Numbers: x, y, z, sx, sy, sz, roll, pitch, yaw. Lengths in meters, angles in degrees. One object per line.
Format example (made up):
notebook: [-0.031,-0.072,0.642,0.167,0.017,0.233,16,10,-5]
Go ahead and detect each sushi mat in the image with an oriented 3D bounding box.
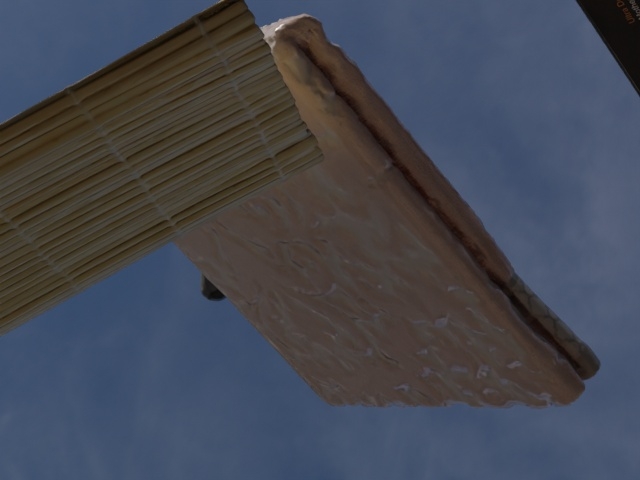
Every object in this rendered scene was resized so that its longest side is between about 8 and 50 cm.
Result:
sushi mat: [-0.153,-0.003,0.604,0.316,0.151,0.019,-29,-117,2]

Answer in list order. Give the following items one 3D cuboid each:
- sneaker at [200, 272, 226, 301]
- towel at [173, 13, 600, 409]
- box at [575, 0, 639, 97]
sneaker: [-0.122,-0.051,1.223,0.098,0.083,0.224,7,-79,-13]
towel: [0.000,0.000,0.863,0.317,0.053,0.332,48,-27,-17]
box: [0.262,-0.261,0.733,0.293,0.073,0.295,-32,-66,20]
